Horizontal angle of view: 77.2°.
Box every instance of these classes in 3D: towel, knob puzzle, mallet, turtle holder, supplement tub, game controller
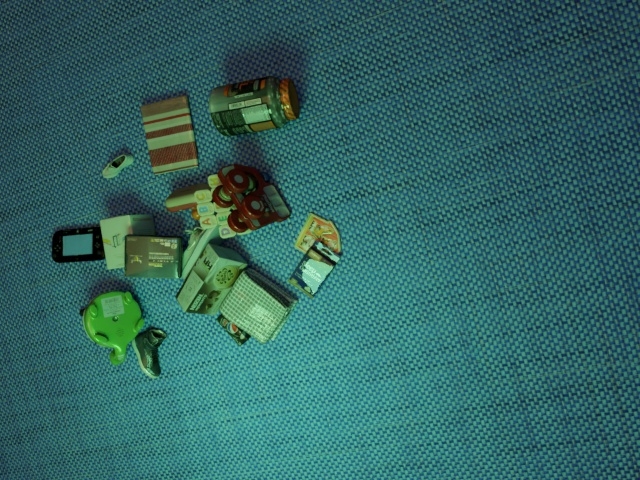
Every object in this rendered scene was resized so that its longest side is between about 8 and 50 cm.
[{"bbox_3d":[-0.695,-0.484,1.858,0.237,0.037,0.328,-8,93,11],"label":"towel"},{"bbox_3d":[0.000,0.000,1.730,0.213,0.030,0.213,1,94,13],"label":"knob puzzle"},{"bbox_3d":[-1.152,0.427,2.028,0.062,0.039,0.189,-22,93,11],"label":"mallet"},{"bbox_3d":[-0.967,0.397,1.893,0.227,0.243,0.320,-17,114,48],"label":"turtle holder"},{"bbox_3d":[-0.269,-0.558,1.665,0.338,0.207,0.207,-6,92,13],"label":"supplement tub"},{"bbox_3d":[-1.197,0.023,1.992,0.319,0.067,0.166,-4,93,13],"label":"game controller"},{"bbox_3d":[-0.279,0.293,1.768,0.284,0.121,0.235,35,101,9],"label":"towel"}]

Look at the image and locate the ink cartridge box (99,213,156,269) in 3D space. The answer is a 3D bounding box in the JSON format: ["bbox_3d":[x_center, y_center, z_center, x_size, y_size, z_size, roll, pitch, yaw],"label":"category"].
[{"bbox_3d":[-0.882,0.002,1.863,0.168,0.171,0.232,-8,91,14],"label":"ink cartridge box"}]

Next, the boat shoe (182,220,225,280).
[{"bbox_3d":[-0.553,0.003,1.820,0.156,0.136,0.367,41,108,18],"label":"boat shoe"}]

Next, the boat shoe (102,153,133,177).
[{"bbox_3d":[-0.981,-0.356,1.917,0.184,0.063,0.066,-22,89,13],"label":"boat shoe"}]

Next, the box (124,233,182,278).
[{"bbox_3d":[-0.724,0.070,1.744,0.233,0.059,0.183,3,98,-7],"label":"box"}]

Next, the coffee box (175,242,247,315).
[{"bbox_3d":[-0.482,0.176,1.768,0.119,0.168,0.297,42,103,37],"label":"coffee box"}]

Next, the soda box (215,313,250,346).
[{"bbox_3d":[-0.397,0.400,1.833,0.169,0.060,0.053,46,101,7],"label":"soda box"}]

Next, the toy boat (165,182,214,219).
[{"bbox_3d":[-0.570,-0.161,1.813,0.231,0.151,0.151,-10,122,14],"label":"toy boat"}]

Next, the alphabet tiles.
[{"bbox_3d":[-0.391,-0.157,1.736,0.278,0.021,0.284,-12,83,-17],"label":"alphabet tiles"}]

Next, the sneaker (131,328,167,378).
[{"bbox_3d":[-0.794,0.536,1.922,0.163,0.086,0.226,-30,86,16],"label":"sneaker"}]

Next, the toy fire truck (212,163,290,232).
[{"bbox_3d":[-0.288,-0.188,1.690,0.169,0.254,0.302,-36,84,46],"label":"toy fire truck"}]

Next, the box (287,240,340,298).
[{"bbox_3d":[-0.029,0.124,1.726,0.136,0.036,0.225,35,106,6],"label":"box"}]
